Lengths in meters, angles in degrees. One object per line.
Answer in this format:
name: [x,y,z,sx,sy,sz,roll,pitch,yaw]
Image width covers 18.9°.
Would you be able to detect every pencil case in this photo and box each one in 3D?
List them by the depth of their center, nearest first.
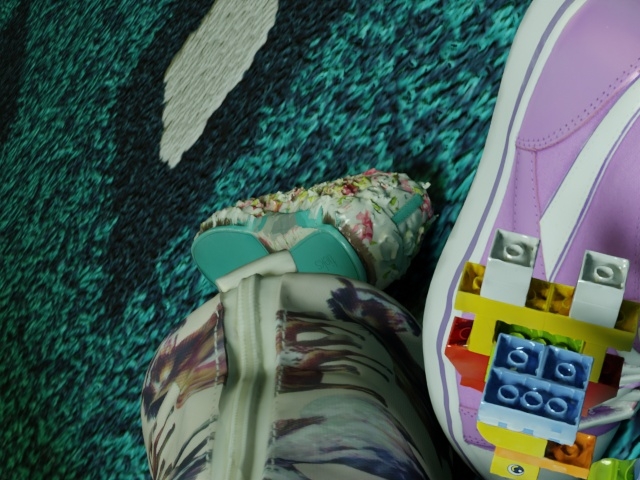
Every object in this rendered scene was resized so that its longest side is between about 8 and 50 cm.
pencil case: [-0.012,0.145,0.837,0.410,0.159,0.184,-91,-8,-70]

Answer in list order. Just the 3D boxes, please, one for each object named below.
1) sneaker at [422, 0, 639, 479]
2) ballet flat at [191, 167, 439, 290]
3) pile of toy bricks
sneaker: [0.123,0.039,0.772,0.282,0.102,0.161,94,152,-43]
ballet flat: [0.000,0.000,1.222,0.077,0.091,0.241,-38,16,-24]
pile of toy bricks: [0.138,0.085,0.643,0.105,0.212,0.118,97,-170,-45]
